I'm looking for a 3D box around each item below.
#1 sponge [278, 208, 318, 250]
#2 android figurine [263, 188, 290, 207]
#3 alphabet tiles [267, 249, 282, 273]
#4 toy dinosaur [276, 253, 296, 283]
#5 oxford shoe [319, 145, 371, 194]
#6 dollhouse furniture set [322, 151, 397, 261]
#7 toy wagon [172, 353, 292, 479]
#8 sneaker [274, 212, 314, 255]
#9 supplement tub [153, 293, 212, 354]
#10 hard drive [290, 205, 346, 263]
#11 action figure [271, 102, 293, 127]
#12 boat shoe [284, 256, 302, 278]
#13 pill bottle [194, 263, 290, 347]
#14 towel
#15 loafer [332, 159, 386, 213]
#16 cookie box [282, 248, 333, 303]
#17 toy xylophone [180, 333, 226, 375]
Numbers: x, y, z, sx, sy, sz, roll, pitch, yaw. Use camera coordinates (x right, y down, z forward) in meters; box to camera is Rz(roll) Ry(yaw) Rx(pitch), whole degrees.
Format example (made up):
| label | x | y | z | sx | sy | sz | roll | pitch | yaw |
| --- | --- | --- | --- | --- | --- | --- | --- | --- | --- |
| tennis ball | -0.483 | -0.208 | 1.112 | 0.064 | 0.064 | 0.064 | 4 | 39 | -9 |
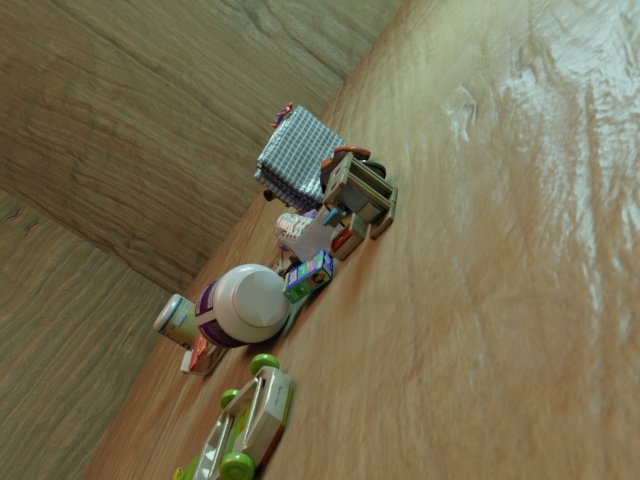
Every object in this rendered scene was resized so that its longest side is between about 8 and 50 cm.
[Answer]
| label | x | y | z | sx | sy | sz | roll | pitch | yaw |
| --- | --- | --- | --- | --- | --- | --- | --- | --- | --- |
| sponge | -0.066 | -0.028 | 1.868 | 0.117 | 0.031 | 0.210 | -59 | 13 | -13 |
| android figurine | -0.079 | -0.233 | 2.105 | 0.273 | 0.056 | 0.248 | -29 | -41 | -36 |
| alphabet tiles | -0.189 | 0.147 | 1.945 | 0.237 | 0.009 | 0.198 | -53 | 13 | 12 |
| toy dinosaur | -0.092 | 0.094 | 1.652 | 0.092 | 0.053 | 0.183 | -42 | -5 | -20 |
| oxford shoe | 0.065 | -0.186 | 1.686 | 0.271 | 0.096 | 0.098 | 150 | 132 | -73 |
| dollhouse furniture set | 0.046 | -0.051 | 1.259 | 0.184 | 0.129 | 0.129 | -47 | 15 | 33 |
| toy wagon | -0.172 | 0.376 | 1.145 | 0.344 | 0.068 | 0.267 | -51 | 13 | 27 |
| sneaker | -0.053 | -0.013 | 1.570 | 0.106 | 0.123 | 0.290 | -58 | 14 | -15 |
| supplement tub | -0.454 | 0.292 | 2.136 | 0.144 | 0.199 | 0.144 | -53 | 12 | 16 |
| hard drive | 0.000 | 0.000 | 1.429 | 0.135 | 0.094 | 0.022 | -52 | -31 | 19 |
| action figure | -0.119 | -0.401 | 1.969 | 0.115 | 0.030 | 0.038 | -35 | 14 | 46 |
| boat shoe | -0.053 | 0.070 | 1.523 | 0.042 | 0.049 | 0.133 | -58 | 5 | -28 |
| pill bottle | -0.185 | 0.160 | 1.487 | 0.181 | 0.181 | 0.323 | -61 | 14 | -23 |
| towel | -0.052 | -0.252 | 1.929 | 0.121 | 0.235 | 0.284 | -27 | 31 | 55 |
| loafer | 0.083 | -0.112 | 1.426 | 0.267 | 0.096 | 0.084 | 146 | 136 | -76 |
| cookie box | -0.027 | 0.078 | 1.354 | 0.107 | 0.040 | 0.092 | -35 | 17 | 15 |
| toy xylophone | -0.310 | 0.265 | 1.902 | 0.323 | 0.081 | 0.236 | -57 | 14 | 6 |
